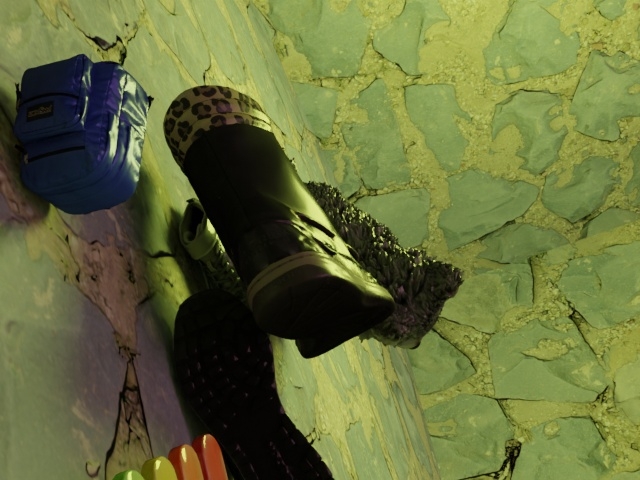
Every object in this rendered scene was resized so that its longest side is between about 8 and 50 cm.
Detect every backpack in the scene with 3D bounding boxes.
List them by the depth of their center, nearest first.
[{"bbox_3d":[-0.210,-0.087,0.699,0.101,0.098,0.120,38,44,-57],"label":"backpack"}]

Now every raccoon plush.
[{"bbox_3d":[0.000,0.000,1.238,0.446,0.216,0.299,39,-11,-21],"label":"raccoon plush"}]

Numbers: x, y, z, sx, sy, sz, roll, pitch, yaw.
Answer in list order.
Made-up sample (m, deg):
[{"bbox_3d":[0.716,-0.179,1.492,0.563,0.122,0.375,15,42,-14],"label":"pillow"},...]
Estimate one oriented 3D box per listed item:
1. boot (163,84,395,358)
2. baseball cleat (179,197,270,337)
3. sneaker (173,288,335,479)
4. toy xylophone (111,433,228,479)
[{"bbox_3d":[-0.047,-0.011,1.006,0.284,0.138,0.377,60,8,19],"label":"boot"},{"bbox_3d":[-0.130,0.042,1.037,0.206,0.072,0.109,64,13,20],"label":"baseball cleat"},{"bbox_3d":[-0.090,0.195,0.903,0.283,0.107,0.124,64,-22,11],"label":"sneaker"},{"bbox_3d":[-0.108,0.265,0.570,0.323,0.081,0.236,36,36,-75],"label":"toy xylophone"}]
